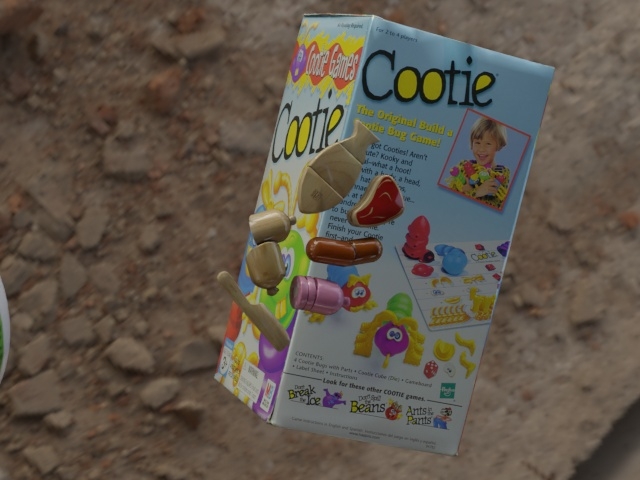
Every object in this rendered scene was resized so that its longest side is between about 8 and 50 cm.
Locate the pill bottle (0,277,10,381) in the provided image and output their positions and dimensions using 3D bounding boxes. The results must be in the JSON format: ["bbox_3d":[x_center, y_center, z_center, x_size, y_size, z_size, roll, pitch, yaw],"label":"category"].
[{"bbox_3d":[-0.200,0.073,0.496,0.136,0.136,0.245,41,23,-10],"label":"pill bottle"}]

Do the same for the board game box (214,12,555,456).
[{"bbox_3d":[0.040,-0.008,1.092,0.144,0.142,0.275,13,94,-21],"label":"board game box"}]

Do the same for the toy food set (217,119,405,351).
[{"bbox_3d":[0.000,0.000,0.860,0.122,0.019,0.078,-44,106,-16],"label":"toy food set"}]
